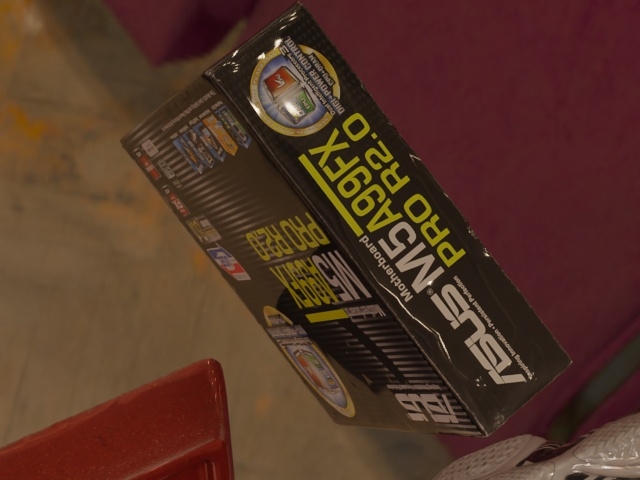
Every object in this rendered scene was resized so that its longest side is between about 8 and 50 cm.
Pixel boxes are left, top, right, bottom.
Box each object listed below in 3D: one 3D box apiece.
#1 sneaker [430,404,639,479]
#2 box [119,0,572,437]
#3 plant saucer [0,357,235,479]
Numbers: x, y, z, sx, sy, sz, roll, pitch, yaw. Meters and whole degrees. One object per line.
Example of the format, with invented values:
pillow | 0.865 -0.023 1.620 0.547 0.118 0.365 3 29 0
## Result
sneaker | 0.210 0.224 1.250 0.366 0.137 0.210 -24 94 16
box | 0.000 0.000 0.971 0.060 0.270 0.216 -38 96 -14
plant saucer | -0.144 0.231 1.117 0.258 0.259 0.048 -22 33 -31
